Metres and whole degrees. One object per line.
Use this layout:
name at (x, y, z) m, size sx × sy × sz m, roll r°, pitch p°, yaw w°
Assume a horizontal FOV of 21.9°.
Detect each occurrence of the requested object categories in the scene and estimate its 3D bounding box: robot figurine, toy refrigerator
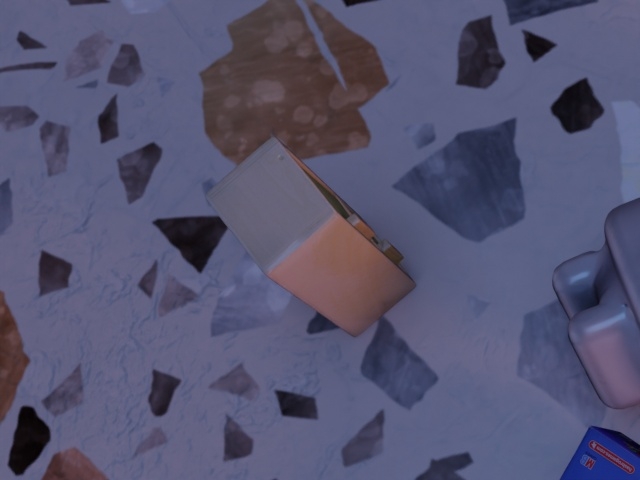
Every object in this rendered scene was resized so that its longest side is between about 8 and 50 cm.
robot figurine at (0.390, 0.024, 1.467) m, size 0.353 × 0.200 × 0.300 m, roll -23°, pitch 41°, yaw 12°
toy refrigerator at (0.000, 0.000, 1.567) m, size 0.094 × 0.269 × 0.102 m, roll -40°, pitch 66°, yaw 4°

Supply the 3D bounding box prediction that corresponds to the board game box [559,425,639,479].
board game box at (0.325, 0.350, 1.421) m, size 0.347 × 0.078 × 0.233 m, roll 34°, pitch 97°, yaw 31°
